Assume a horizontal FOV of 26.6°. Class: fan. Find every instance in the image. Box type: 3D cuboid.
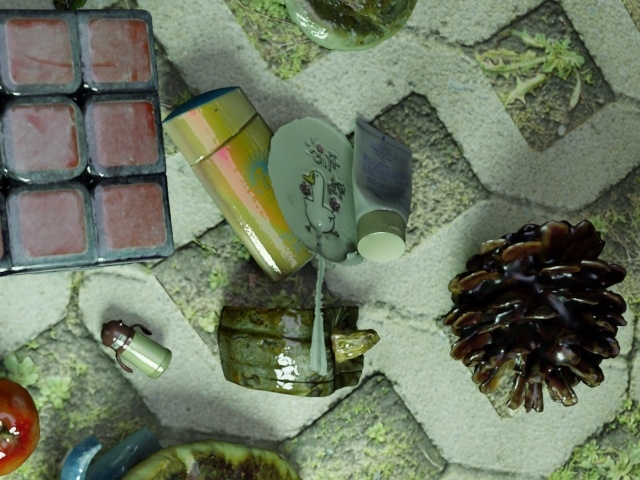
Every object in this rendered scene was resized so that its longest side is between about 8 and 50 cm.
[{"bbox_3d":[0.000,0.000,1.914,0.233,0.012,0.414,30,50,-34],"label":"fan"}]

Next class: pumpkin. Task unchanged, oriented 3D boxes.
[{"bbox_3d":[-0.015,0.154,1.916,0.248,0.126,0.131,-1,89,-31],"label":"pumpkin"}]

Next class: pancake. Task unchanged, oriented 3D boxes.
[{"bbox_3d":[0.048,-0.406,2.041,0.254,0.037,0.253,2,85,-29],"label":"pancake"},{"bbox_3d":[-0.175,0.407,1.803,0.427,0.067,0.304,-33,121,-41],"label":"pancake"}]

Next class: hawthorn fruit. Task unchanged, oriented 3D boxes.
[{"bbox_3d":[-0.412,0.232,1.688,0.125,0.140,0.125,0,82,3],"label":"hawthorn fruit"}]

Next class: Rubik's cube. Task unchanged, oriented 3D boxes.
[{"bbox_3d":[-0.378,-0.106,1.625,0.304,0.301,0.305,-3,89,-29],"label":"Rubik's cube"}]

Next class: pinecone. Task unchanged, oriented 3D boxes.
[{"bbox_3d":[0.334,0.116,2.053,0.298,0.242,0.296,13,78,-35],"label":"pinecone"}]

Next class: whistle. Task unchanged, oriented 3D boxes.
[{"bbox_3d":[-0.299,0.355,1.759,0.269,0.093,0.180,-49,132,-24],"label":"whistle"}]

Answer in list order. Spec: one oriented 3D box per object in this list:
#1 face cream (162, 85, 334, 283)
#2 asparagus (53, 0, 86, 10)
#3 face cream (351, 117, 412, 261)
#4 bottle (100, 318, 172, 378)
[{"bbox_3d":[-0.099,-0.090,1.916,0.139,0.067,0.285,-44,108,-31],"label":"face cream"},{"bbox_3d":[-0.294,-0.361,1.844,0.165,0.030,0.036,-41,82,-24],"label":"asparagus"},{"bbox_3d":[0.092,-0.075,2.003,0.114,0.070,0.224,28,44,-29],"label":"face cream"},{"bbox_3d":[-0.252,0.142,1.829,0.101,0.047,0.063,36,32,-19],"label":"bottle"}]
